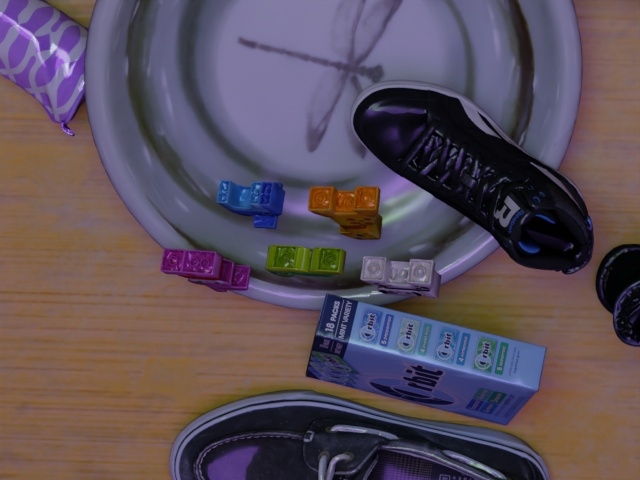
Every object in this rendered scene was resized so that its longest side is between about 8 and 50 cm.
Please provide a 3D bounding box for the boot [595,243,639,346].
[{"bbox_3d":[0.347,0.074,1.459,0.246,0.207,0.094,16,100,-1],"label":"boot"}]

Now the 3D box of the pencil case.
[{"bbox_3d":[-0.274,-0.179,1.505,0.206,0.086,0.088,32,87,-3],"label":"pencil case"}]

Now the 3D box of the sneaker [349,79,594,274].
[{"bbox_3d":[0.126,-0.049,1.395,0.217,0.121,0.079,27,107,-13],"label":"sneaker"}]

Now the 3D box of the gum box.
[{"bbox_3d":[0.084,0.102,1.502,0.184,0.157,0.041,13,74,1],"label":"gum box"}]

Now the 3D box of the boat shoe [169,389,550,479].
[{"bbox_3d":[0.033,0.200,1.539,0.335,0.119,0.121,2,100,2],"label":"boat shoe"}]

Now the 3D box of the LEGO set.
[{"bbox_3d":[0.000,0.000,1.426,0.227,0.093,0.087,3,77,23],"label":"LEGO set"}]

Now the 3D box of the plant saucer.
[{"bbox_3d":[0.009,-0.141,1.470,0.400,0.100,0.400,-1,111,-3],"label":"plant saucer"}]
